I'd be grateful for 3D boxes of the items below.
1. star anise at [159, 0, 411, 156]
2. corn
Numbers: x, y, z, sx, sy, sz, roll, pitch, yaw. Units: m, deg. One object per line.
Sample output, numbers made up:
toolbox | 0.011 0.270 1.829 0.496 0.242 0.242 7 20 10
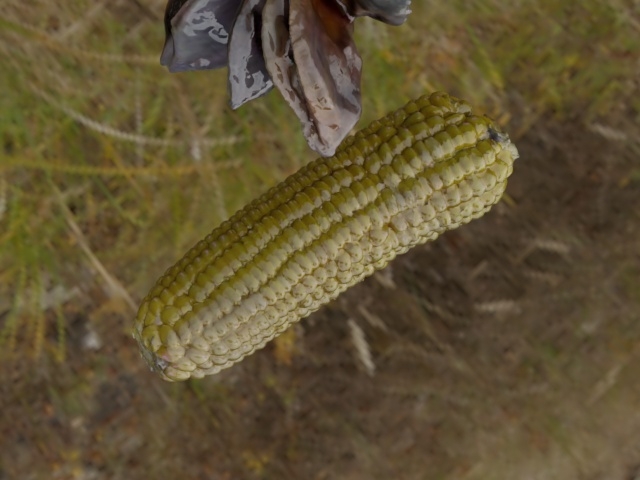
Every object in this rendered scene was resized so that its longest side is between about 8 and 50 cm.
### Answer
star anise | -0.011 -0.166 1.037 0.229 0.236 0.093 -26 149 26
corn | 0.000 0.000 1.147 0.292 0.101 0.101 -35 143 -6
